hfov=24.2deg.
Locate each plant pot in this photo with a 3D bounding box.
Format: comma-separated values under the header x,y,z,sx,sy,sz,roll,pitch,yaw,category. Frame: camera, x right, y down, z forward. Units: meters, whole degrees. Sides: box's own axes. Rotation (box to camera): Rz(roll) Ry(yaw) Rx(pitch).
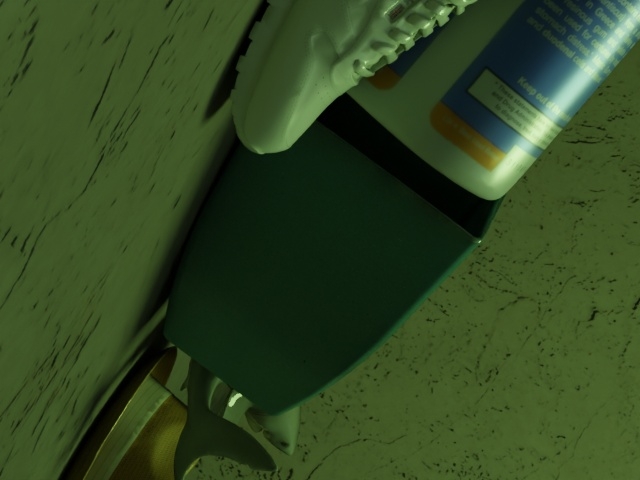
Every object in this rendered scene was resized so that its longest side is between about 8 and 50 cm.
x,y,z,sx,sy,sz,roll,pitch,yaw,category
0.000,0.000,1.062,0.234,0.165,0.165,-54,180,30,plant pot

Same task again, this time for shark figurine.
x,y,z,sx,sy,sz,roll,pitch,yaw,category
-0.047,0.103,1.188,0.116,0.166,0.278,-14,177,11,shark figurine

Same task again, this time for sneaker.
x,y,z,sx,sy,sz,roll,pitch,yaw,category
0.036,-0.140,0.816,0.235,0.095,0.090,-58,179,9,sneaker

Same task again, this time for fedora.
x,y,z,sx,sy,sz,roll,pitch,yaw,category
-0.142,0.176,1.206,0.194,0.079,0.194,-58,176,-6,fedora

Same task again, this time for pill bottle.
x,y,z,sx,sy,sz,roll,pitch,yaw,category
0.136,-0.171,0.906,0.272,0.152,0.152,-50,179,11,pill bottle
